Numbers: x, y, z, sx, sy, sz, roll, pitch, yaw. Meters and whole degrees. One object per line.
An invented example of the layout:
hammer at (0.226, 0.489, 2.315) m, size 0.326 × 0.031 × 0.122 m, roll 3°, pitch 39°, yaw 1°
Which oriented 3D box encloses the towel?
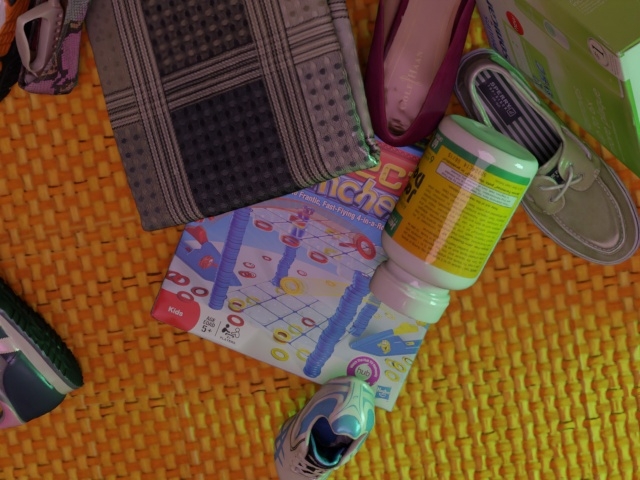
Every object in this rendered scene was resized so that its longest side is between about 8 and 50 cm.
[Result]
towel at (-0.104, -0.197, 1.768) m, size 0.312 × 0.056 × 0.324 m, roll -16°, pitch 88°, yaw 29°

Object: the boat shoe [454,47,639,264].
boat shoe at (0.251, -0.084, 1.825) m, size 0.109 × 0.094 × 0.302 m, roll -41°, pitch 99°, yaw 13°

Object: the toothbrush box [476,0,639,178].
toothbrush box at (0.276, -0.225, 1.648) m, size 0.122 × 0.283 × 0.206 m, roll -34°, pitch 141°, yaw -6°

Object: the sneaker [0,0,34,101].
sneaker at (-0.385, -0.270, 1.824) m, size 0.121 × 0.099 × 0.262 m, roll 24°, pitch 107°, yaw 15°

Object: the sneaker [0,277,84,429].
sneaker at (-0.427, 0.090, 1.905) m, size 0.131 × 0.112 × 0.319 m, roll -39°, pitch 99°, yaw 9°

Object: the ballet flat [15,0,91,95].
ballet flat at (-0.297, -0.257, 1.795) m, size 0.077 × 0.079 × 0.221 m, roll 41°, pitch 130°, yaw 37°

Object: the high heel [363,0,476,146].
high heel at (0.125, -0.287, 1.731) m, size 0.127 × 0.181 × 0.377 m, roll 7°, pitch 106°, yaw 1°

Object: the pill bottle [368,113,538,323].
pill bottle at (0.137, -0.020, 1.748) m, size 0.118 × 0.117 × 0.208 m, roll 26°, pitch 106°, yaw -4°

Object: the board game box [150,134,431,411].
board game box at (0.000, 0.000, 1.868) m, size 0.308 × 0.086 × 0.302 m, roll 21°, pitch 106°, yaw -3°

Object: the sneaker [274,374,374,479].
sneaker at (-0.004, 0.240, 1.891) m, size 0.085 × 0.086 × 0.237 m, roll 24°, pitch 142°, yaw -5°
